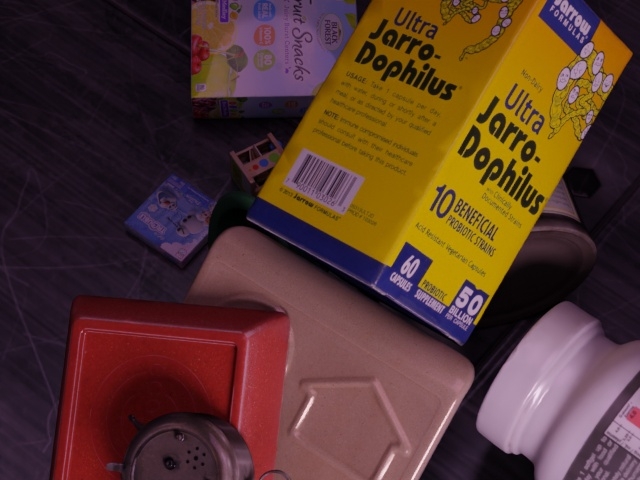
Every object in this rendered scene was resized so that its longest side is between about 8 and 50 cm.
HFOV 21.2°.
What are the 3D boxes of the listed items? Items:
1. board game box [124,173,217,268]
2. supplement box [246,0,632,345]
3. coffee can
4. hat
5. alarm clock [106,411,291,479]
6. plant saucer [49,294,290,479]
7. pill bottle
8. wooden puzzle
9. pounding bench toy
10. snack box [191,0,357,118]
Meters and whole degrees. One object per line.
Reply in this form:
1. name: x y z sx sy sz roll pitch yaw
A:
1. board game box: -0.170 -0.024 2.031 0.090 0.020 0.090 33 65 19
2. supplement box: 0.124 -0.109 1.750 0.195 0.194 0.357 28 87 39
3. coffee can: 0.176 -0.069 1.952 0.201 0.201 0.275 -12 59 -7
4. hat: 0.000 0.000 1.940 0.183 0.208 0.173 -21 96 -30
5. alarm clock: -0.117 0.237 1.700 0.192 0.064 0.129 5 84 18
6. plant saucer: -0.170 0.191 1.783 0.259 0.047 0.258 4 84 20
7. pill bottle: 0.353 0.233 1.760 0.363 0.210 0.210 36 65 20
8. wooden puzzle: -0.043 0.205 1.801 0.322 0.080 0.348 31 94 22
9. pounding bench toy: -0.060 -0.075 2.044 0.065 0.052 0.083 -27 62 -16
10. snack box: -0.057 -0.242 2.123 0.207 0.070 0.175 -1 70 -2
